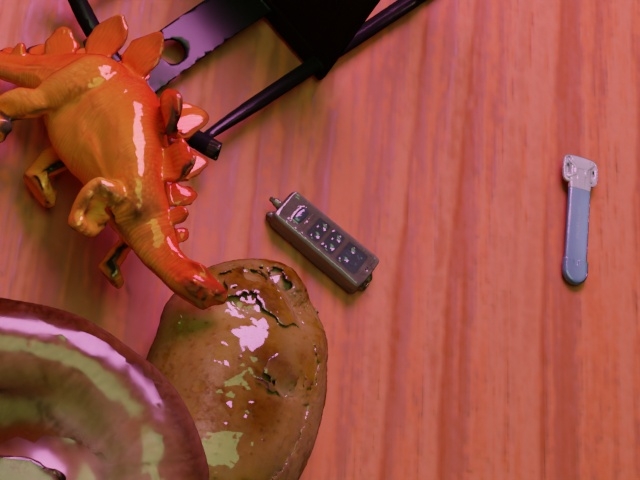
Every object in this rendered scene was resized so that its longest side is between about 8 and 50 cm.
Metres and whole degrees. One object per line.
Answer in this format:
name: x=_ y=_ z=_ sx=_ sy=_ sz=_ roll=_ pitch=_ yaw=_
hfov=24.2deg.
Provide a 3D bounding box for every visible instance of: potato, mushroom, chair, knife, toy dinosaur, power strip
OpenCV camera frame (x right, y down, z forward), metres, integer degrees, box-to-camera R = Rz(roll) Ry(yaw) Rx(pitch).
potato: x=-0.050 y=0.085 z=0.849 sx=0.107 sy=0.080 sz=0.171 roll=17 pitch=62 yaw=4
mushroom: x=-0.185 y=0.154 z=0.730 sx=0.278 sy=0.146 sz=0.278 roll=3 pitch=79 yaw=-15
chair: x=-0.016 y=-0.192 z=0.952 sx=0.260 sy=0.141 sz=0.154 roll=-38 pitch=84 yaw=-32
knife: x=0.174 y=-0.014 z=1.016 sx=0.027 sy=0.010 sz=0.096 roll=14 pitch=66 yaw=-15
toy dinosaur: x=-0.131 y=-0.074 z=0.876 sx=0.117 sy=0.070 sz=0.288 roll=-37 pitch=67 yaw=-10
power strip: x=0.000 y=0.000 z=0.940 sx=0.083 sy=0.017 sz=0.027 roll=40 pitch=58 yaw=-2
